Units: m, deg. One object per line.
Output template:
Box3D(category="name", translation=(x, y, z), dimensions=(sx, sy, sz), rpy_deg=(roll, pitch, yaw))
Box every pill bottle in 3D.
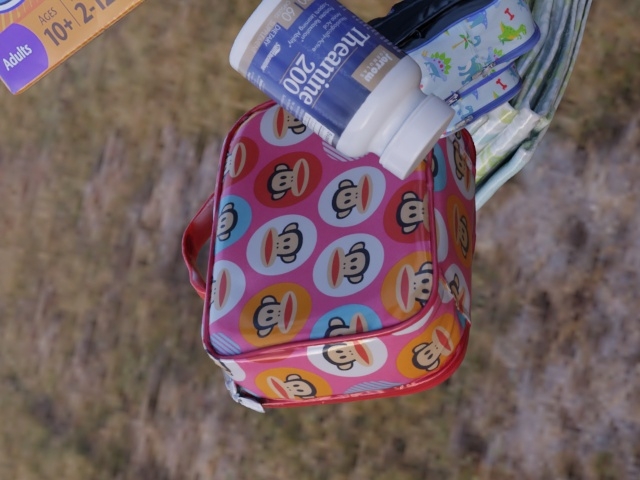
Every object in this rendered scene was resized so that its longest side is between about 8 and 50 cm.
Box3D(category="pill bottle", translation=(0.014, -0.089, 0.914), dimensions=(0.067, 0.120, 0.067), rpy_deg=(-51, -5, -7))

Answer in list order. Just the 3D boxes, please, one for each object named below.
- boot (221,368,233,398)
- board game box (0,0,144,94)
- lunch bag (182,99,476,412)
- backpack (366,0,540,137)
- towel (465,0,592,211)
Box3D(category="boot", translation=(-0.028, 0.115, 1.770), dimensions=(0.197, 0.152, 0.073), rpy_deg=(152, 103, -71))
Box3D(category="board game box", translation=(-0.170, -0.409, 1.378), dimensions=(0.356, 0.356, 0.356), rpy_deg=(-27, 14, 46))
Box3D(category="lunch bag", translation=(0.000, 0.000, 1.415), dimensions=(0.120, 0.258, 0.293), rpy_deg=(57, -149, -47))
Box3D(category="backpack", translation=(0.089, -0.127, 1.088), dimensions=(0.114, 0.084, 0.105), rpy_deg=(-33, 23, -2))
Box3D(category="towel", translation=(0.157, -0.146, 1.735), dimensions=(0.374, 0.090, 0.320), rpy_deg=(-45, 20, 53))
